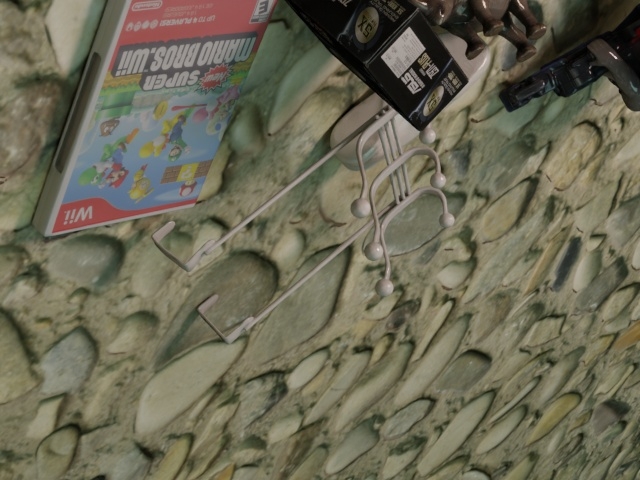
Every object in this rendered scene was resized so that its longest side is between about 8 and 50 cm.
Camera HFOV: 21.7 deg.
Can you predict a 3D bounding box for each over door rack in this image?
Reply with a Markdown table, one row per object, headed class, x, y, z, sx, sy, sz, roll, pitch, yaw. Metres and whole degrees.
| class | x | y | z | sx | sy | sz | roll | pitch | yaw |
| --- | --- | --- | --- | --- | --- | --- | --- | --- | --- |
| over door rack | 0.000 | 0.000 | 1.853 | 0.324 | 0.108 | 0.239 | -29 | 154 | -5 |

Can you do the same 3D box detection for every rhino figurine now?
| class | x | y | z | sx | sy | sz | roll | pitch | yaw |
| --- | --- | --- | --- | --- | --- | --- | --- | --- | --- |
| rhino figurine | 0.155 | -0.255 | 1.806 | 0.073 | 0.106 | 0.243 | -41 | 158 | 30 |

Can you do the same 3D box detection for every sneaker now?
| class | x | y | z | sx | sy | sz | roll | pitch | yaw |
| --- | --- | --- | --- | --- | --- | --- | --- | --- | --- |
| sneaker | 0.107 | -0.156 | 1.913 | 0.212 | 0.080 | 0.094 | -37 | 157 | 4 |

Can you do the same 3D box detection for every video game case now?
| class | x | y | z | sx | sy | sz | roll | pitch | yaw |
| --- | --- | --- | --- | --- | --- | --- | --- | --- | --- |
| video game case | -0.158 | -0.135 | 1.627 | 0.204 | 0.025 | 0.285 | -14 | 139 | -45 |

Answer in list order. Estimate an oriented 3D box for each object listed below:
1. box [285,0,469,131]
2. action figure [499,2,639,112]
| class | x | y | z | sx | sy | sz | roll | pitch | yaw |
| --- | --- | --- | --- | --- | --- | --- | --- | --- | --- |
| box | 0.053 | -0.209 | 1.684 | 0.077 | 0.147 | 0.180 | -46 | 153 | 1 |
| action figure | 0.413 | -0.192 | 2.078 | 0.341 | 0.179 | 0.330 | -28 | -166 | 0 |
